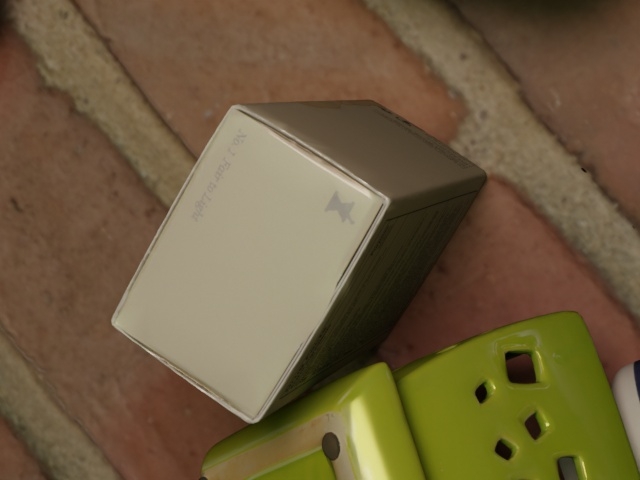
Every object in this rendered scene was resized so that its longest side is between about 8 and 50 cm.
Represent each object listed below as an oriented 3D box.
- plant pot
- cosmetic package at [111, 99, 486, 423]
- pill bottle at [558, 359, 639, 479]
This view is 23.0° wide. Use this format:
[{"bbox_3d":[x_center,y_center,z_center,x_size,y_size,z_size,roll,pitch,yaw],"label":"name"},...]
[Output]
[{"bbox_3d":[0.061,0.190,1.028,0.228,0.207,0.227,-32,69,47],"label":"plant pot"},{"bbox_3d":[0.000,0.000,1.033,0.113,0.309,0.160,34,102,12],"label":"cosmetic package"},{"bbox_3d":[0.259,0.127,1.077,0.186,0.112,0.112,-19,90,16],"label":"pill bottle"}]
